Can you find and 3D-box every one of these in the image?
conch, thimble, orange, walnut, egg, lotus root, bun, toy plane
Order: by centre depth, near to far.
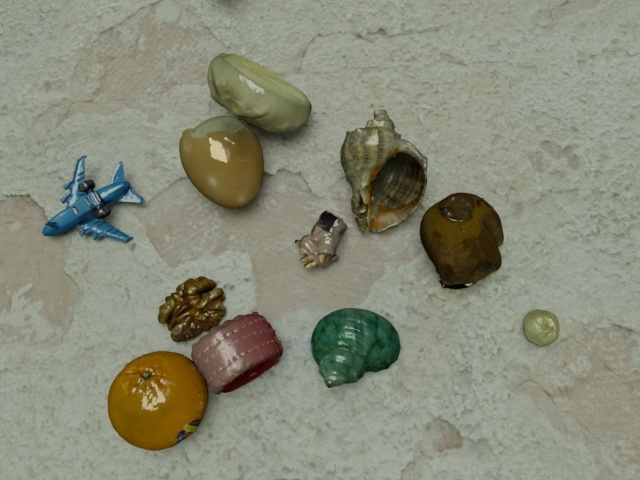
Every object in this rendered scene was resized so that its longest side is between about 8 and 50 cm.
[{"bbox_3d":[-0.364,0.356,1.282,0.219,0.193,0.219,-9,63,18],"label":"orange"},{"bbox_3d":[-0.192,0.256,1.294,0.125,0.189,0.163,55,129,17],"label":"thimble"},{"bbox_3d":[0.071,0.245,1.294,0.196,0.134,0.202,30,78,14],"label":"conch"},{"bbox_3d":[0.508,0.198,1.307,0.086,0.055,0.086,-1,74,5],"label":"bun"},{"bbox_3d":[0.331,-0.028,1.309,0.199,0.180,0.188,-26,51,-5],"label":"lotus root"},{"bbox_3d":[-0.313,0.164,1.391,0.170,0.069,0.143,-42,73,-10],"label":"walnut"},{"bbox_3d":[0.149,-0.173,1.405,0.209,0.159,0.292,5,112,-2],"label":"conch"},{"bbox_3d":[-0.239,-0.195,1.423,0.201,0.201,0.245,-23,84,-1],"label":"egg"},{"bbox_3d":[-0.162,-0.361,1.454,0.287,0.287,0.146,33,109,13],"label":"bun"},{"bbox_3d":[-0.602,-0.086,1.479,0.271,0.105,0.254,-31,88,-8],"label":"toy plane"}]

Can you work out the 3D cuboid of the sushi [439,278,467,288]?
[{"bbox_3d":[0.327,0.093,1.371,0.083,0.044,0.046,-6,95,6],"label":"sushi"}]

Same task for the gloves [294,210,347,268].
[{"bbox_3d":[0.008,0.001,1.395,0.144,0.094,0.110,-44,64,13],"label":"gloves"}]
